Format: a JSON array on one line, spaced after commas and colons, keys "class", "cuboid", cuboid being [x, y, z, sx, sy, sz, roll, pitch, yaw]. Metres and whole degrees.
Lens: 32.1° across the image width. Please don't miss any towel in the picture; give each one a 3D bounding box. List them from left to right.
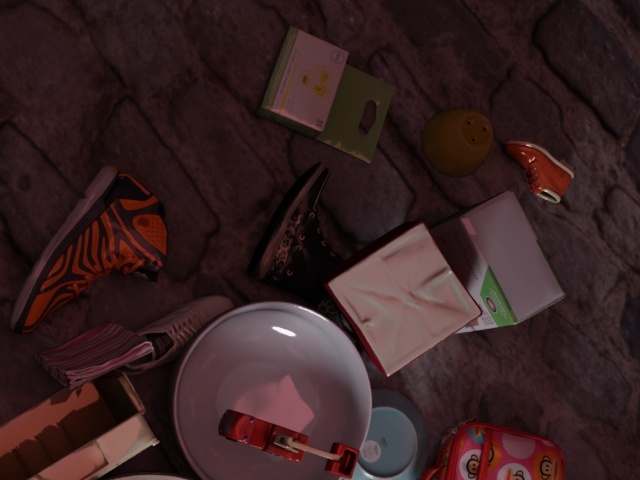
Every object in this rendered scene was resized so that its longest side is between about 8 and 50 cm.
[{"class": "towel", "cuboid": [-0.358, 0.171, 1.743, 0.144, 0.197, 0.029, -24, 108, -24]}]

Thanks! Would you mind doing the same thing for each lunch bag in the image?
[{"class": "lunch bag", "cuboid": [0.285, 0.469, 1.957, 0.258, 0.120, 0.293, 16, 74, -12]}]

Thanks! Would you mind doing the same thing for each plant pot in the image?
[{"class": "plant pot", "cuboid": [0.270, -0.193, 2.080, 0.134, 0.095, 0.134, 3, 80, -18]}]

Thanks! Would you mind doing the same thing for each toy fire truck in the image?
[{"class": "toy fire truck", "cuboid": [-0.051, 0.309, 1.702, 0.192, 0.135, 0.047, 23, 77, -18]}]

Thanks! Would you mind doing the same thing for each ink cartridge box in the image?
[{"class": "ink cartridge box", "cuboid": [0.019, -0.264, 2.029, 0.235, 0.056, 0.171, 22, 73, -12]}, {"class": "ink cartridge box", "cuboid": [0.277, 0.046, 1.942, 0.117, 0.278, 0.201, -27, 90, -18]}]

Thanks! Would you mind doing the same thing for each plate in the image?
[{"class": "plate", "cuboid": [0.109, 0.356, 1.961, 0.188, 0.024, 0.188, 4, 79, -20]}]

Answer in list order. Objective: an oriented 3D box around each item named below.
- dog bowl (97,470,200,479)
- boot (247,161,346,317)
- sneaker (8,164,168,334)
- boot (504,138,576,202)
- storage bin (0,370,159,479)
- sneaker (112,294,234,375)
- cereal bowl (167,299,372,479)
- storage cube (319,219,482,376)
[{"class": "dog bowl", "cuboid": [-0.270, 0.540, 1.692, 0.408, 0.150, 0.408, 0, 90, -10]}, {"class": "boot", "cuboid": [-0.001, 0.001, 1.957, 0.178, 0.085, 0.236, 32, 78, -13]}, {"class": "sneaker", "cuboid": [-0.356, 0.043, 1.802, 0.180, 0.124, 0.321, 34, 71, -9]}, {"class": "boot", "cuboid": [0.413, -0.135, 2.142, 0.158, 0.059, 0.084, 29, 77, -13]}, {"class": "storage bin", "cuboid": [-0.402, 0.312, 1.667, 0.262, 0.260, 0.123, -30, 94, -22]}, {"class": "sneaker", "cuboid": [-0.239, 0.159, 1.839, 0.235, 0.095, 0.090, -29, 89, -23]}, {"class": "cereal bowl", "cuboid": [-0.094, 0.268, 1.836, 0.339, 0.141, 0.339, 2, 83, -21]}, {"class": "storage cube", "cuboid": [0.128, 0.088, 1.825, 0.215, 0.193, 0.183, -33, 92, -2]}]
